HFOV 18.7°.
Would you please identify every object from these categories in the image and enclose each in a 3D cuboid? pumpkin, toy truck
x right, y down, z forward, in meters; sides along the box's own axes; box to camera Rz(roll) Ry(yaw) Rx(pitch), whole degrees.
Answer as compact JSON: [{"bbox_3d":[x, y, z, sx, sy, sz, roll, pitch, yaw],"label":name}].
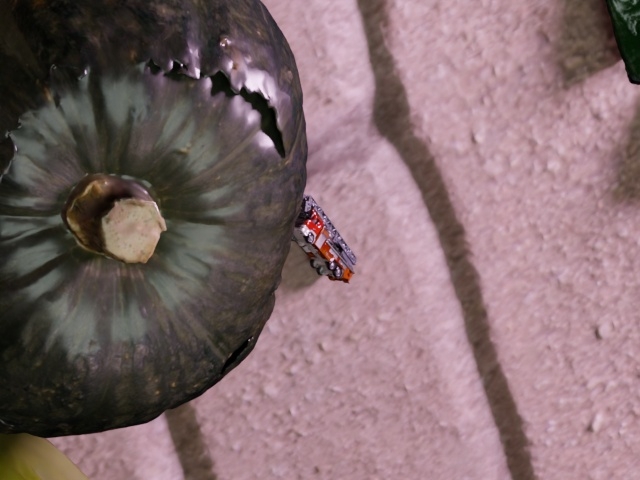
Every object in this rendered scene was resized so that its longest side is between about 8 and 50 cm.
[{"bbox_3d":[-0.153,-0.038,1.218,0.291,0.257,0.327,-7,112,-20],"label":"pumpkin"},{"bbox_3d":[0.000,0.000,1.469,0.032,0.024,0.083,-58,133,-20],"label":"toy truck"}]

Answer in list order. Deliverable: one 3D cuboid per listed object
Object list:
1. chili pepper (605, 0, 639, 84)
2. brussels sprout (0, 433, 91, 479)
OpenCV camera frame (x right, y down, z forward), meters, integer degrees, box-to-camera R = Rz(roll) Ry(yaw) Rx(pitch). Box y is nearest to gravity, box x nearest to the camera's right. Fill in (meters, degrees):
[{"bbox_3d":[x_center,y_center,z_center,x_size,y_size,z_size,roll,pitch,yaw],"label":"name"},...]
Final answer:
[{"bbox_3d":[0.238,-0.230,1.467,0.088,0.059,0.227,-34,123,-15],"label":"chili pepper"},{"bbox_3d":[-0.282,0.215,1.308,0.294,0.227,0.259,8,120,-7],"label":"brussels sprout"}]
